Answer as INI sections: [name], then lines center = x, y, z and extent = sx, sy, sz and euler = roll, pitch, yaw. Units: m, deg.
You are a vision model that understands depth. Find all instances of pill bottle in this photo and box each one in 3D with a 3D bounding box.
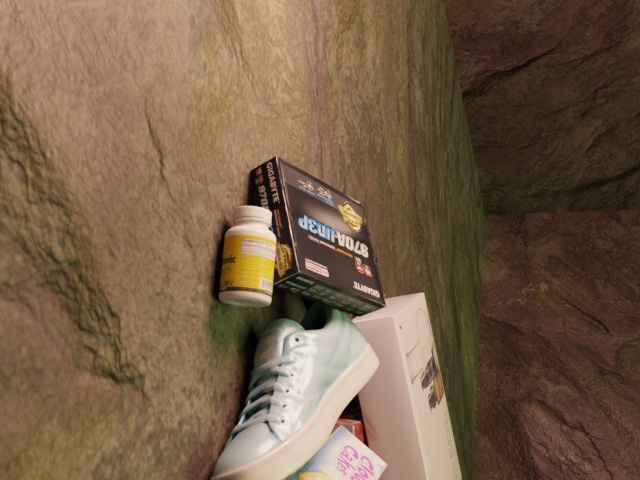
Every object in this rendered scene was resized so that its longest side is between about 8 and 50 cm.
[pill bottle]
center = -0.088, 0.020, 0.901
extent = 0.065, 0.065, 0.116
euler = 41, 50, -65

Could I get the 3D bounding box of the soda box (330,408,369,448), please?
[soda box]
center = 0.056, 0.347, 1.270
extent = 0.263, 0.084, 0.092
euler = 21, 67, -69

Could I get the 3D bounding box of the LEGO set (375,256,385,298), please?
[LEGO set]
center = 0.103, 0.164, 1.518
extent = 0.182, 0.060, 0.244
euler = -66, 152, -75

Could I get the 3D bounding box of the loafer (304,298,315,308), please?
[loafer]
center = -0.002, 0.045, 1.128
extent = 0.223, 0.078, 0.076
euler = 62, 31, -51

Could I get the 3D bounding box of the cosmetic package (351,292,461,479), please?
[cosmetic package]
center = 0.155, 0.299, 1.303
extent = 0.284, 0.098, 0.377
euler = -14, 93, -70

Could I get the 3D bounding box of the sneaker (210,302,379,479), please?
[sneaker]
center = -0.053, 0.190, 0.955
extent = 0.150, 0.135, 0.366
euler = 56, 29, -2

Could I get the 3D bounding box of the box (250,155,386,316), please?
[box]
center = 0.000, 0.000, 1.026
extent = 0.220, 0.051, 0.175
euler = 26, 46, -51

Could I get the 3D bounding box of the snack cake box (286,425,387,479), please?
[snack cake box]
center = -0.024, 0.349, 0.918
extent = 0.152, 0.089, 0.264
euler = -55, 167, 15
